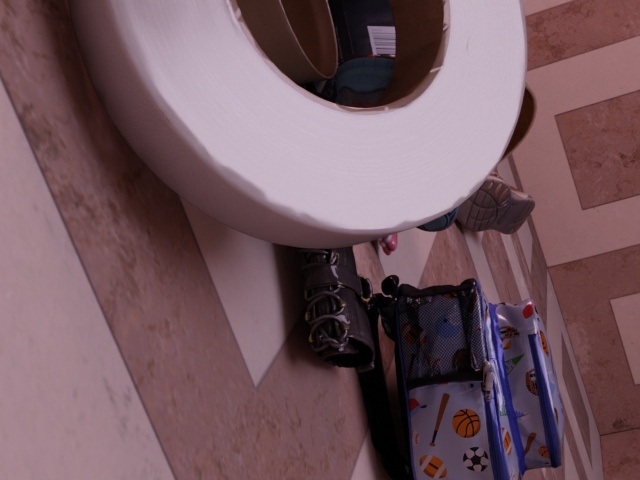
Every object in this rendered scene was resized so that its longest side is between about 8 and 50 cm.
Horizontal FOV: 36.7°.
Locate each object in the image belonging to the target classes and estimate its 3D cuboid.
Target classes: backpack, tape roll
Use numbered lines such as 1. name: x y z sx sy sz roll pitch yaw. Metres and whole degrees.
1. backpack: 0.173 0.194 1.111 0.276 0.213 0.263 45 44 -62
2. tape roll: 0.000 -0.188 0.754 0.392 0.072 0.391 7 76 -31

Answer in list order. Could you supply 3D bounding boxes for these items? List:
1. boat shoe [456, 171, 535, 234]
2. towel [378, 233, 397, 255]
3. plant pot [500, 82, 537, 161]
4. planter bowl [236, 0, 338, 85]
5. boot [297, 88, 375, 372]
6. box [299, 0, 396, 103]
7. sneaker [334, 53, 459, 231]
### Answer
1. boat shoe: 0.322 -0.091 1.958 0.116 0.123 0.324 46 14 29
2. towel: 0.054 -0.092 1.267 0.197 0.029 0.144 57 24 -35
3. plant pot: 0.160 -0.244 1.434 0.237 0.237 0.254 46 19 -56
4. planter bowl: -0.065 -0.208 0.870 0.162 0.109 0.162 -15 90 -72
5. boot: 0.000 0.000 0.919 0.263 0.091 0.228 46 33 -60
6. box: 0.043 -0.171 1.063 0.158 0.093 0.155 139 -56 -61
7. sneaker: 0.065 -0.060 0.929 0.262 0.104 0.125 50 48 -54
